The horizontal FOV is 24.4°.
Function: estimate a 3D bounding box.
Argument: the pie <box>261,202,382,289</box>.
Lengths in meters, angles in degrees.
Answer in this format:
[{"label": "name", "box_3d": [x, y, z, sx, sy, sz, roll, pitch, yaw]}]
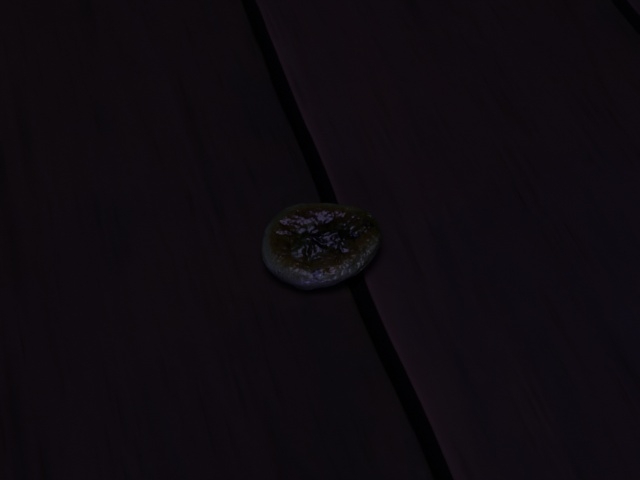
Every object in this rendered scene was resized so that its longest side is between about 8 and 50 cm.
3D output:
[{"label": "pie", "box_3d": [0.001, 0.001, 1.000, 0.084, 0.021, 0.084, -4, 43, 4]}]
